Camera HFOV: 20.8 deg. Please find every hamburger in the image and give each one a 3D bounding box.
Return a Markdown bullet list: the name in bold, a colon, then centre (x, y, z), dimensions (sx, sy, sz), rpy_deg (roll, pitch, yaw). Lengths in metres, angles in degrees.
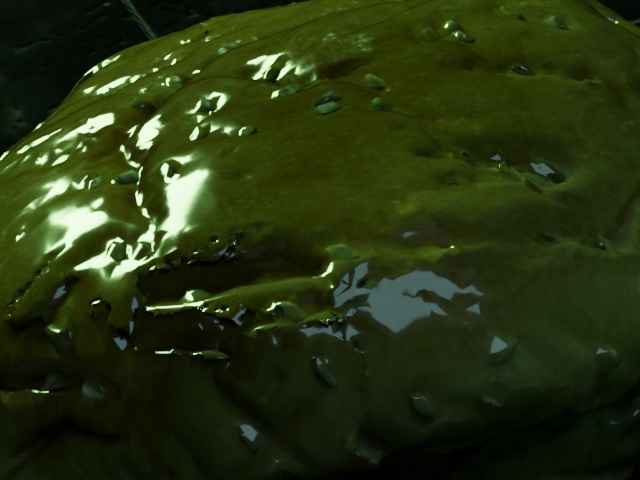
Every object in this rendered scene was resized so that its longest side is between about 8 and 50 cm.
- **hamburger**: centre (-0.002, 0.000, 0.565), dimensions (0.265, 0.134, 0.285), rpy_deg (-14, 28, 26)
